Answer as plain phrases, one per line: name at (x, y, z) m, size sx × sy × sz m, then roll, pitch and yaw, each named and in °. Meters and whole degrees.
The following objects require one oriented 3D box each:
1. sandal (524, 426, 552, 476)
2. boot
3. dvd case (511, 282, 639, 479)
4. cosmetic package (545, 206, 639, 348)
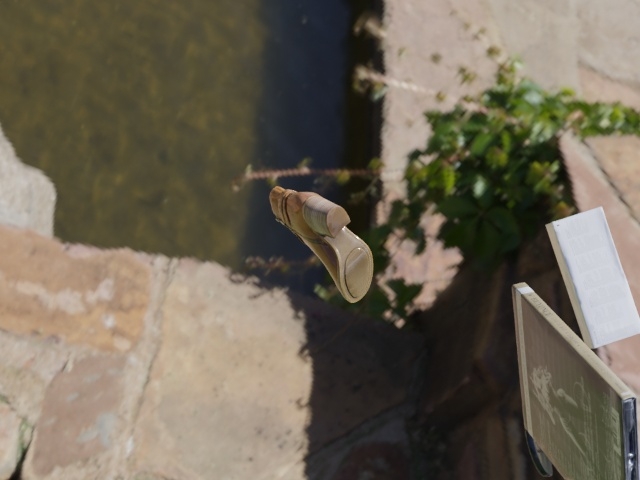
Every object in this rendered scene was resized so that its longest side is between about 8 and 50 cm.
sandal at (0.275, 0.198, 1.428) m, size 0.067 × 0.040 × 0.179 m, roll 35°, pitch 52°, yaw -60°
boot at (0.000, 0.000, 1.860) m, size 0.073 × 0.197 × 0.152 m, roll -37°, pitch 36°, yaw -27°
dvd case at (0.226, 0.154, 1.038) m, size 0.018 × 0.164 × 0.221 m, roll -14°, pitch 25°, yaw -10°
cosmetic package at (0.494, 0.068, 2.114) m, size 0.099 × 0.060 × 0.239 m, roll -17°, pitch 87°, yaw -6°
